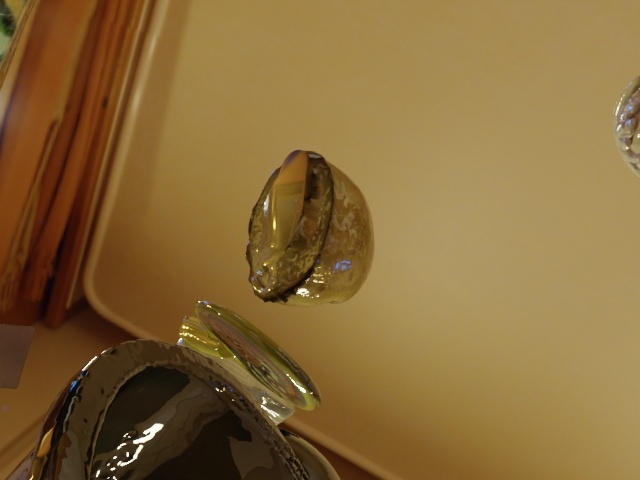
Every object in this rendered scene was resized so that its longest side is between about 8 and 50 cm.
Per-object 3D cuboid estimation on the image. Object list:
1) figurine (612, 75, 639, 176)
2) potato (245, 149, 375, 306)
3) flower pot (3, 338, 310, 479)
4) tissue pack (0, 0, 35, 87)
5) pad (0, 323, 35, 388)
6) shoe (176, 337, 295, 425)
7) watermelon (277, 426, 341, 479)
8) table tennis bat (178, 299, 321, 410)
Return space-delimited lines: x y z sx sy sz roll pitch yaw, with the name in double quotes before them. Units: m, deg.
"figurine" 0.456 -0.131 0.968 0.141 0.162 0.237 -16 -152 -24
"potato" 0.000 0.000 1.424 0.243 0.242 0.285 11 -115 -23
"flower pot" -0.148 0.279 0.515 0.379 0.251 0.379 59 -166 -24
"tissue pack" -0.255 -0.203 0.539 0.128 0.311 0.228 23 -127 -26
"pad" -0.545 0.171 1.185 0.188 0.113 0.006 12 -168 -36
"shoe" -0.201 0.300 1.491 0.132 0.160 0.363 53 -174 39
"watermelon" -0.084 0.324 0.865 0.242 0.242 0.242 18 -152 -10
"table tennis bat" -0.129 0.161 1.167 0.224 0.054 0.369 50 159 -24
